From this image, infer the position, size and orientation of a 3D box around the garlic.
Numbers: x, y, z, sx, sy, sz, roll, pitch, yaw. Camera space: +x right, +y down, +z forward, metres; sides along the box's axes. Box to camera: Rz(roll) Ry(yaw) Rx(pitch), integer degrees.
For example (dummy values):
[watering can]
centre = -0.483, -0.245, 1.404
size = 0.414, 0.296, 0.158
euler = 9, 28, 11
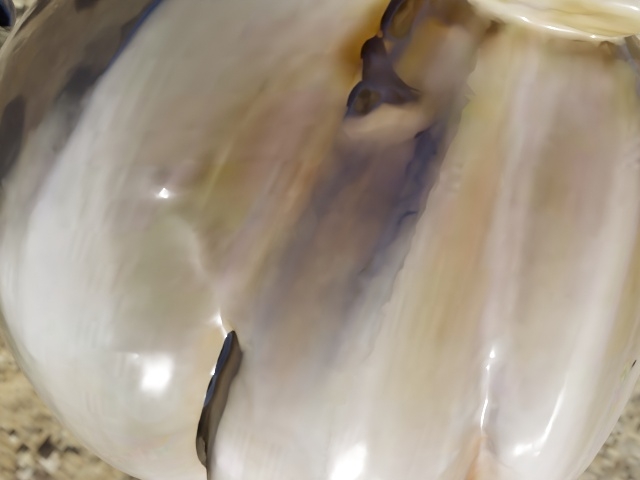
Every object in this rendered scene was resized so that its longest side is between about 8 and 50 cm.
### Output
[garlic]
centre = 0.001, 0.000, 0.651
size = 0.279, 0.132, 0.325
euler = 23, 107, -3

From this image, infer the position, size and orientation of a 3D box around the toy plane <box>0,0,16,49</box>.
[toy plane]
centre = -0.240, -0.103, 0.937
size = 0.286, 0.092, 0.108
euler = 29, 115, -5
